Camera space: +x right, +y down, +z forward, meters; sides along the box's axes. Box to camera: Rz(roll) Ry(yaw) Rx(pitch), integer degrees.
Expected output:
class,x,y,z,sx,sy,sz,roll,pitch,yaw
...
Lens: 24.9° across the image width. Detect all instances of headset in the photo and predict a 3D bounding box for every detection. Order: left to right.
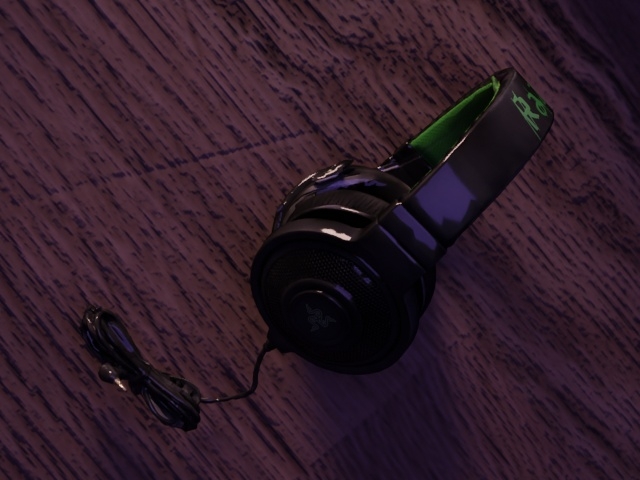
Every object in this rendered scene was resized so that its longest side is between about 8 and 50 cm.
class,x,y,z,sx,sy,sz,roll,pitch,yaw
headset,0.000,0.000,1.117,0.185,0.243,0.394,44,103,-6
